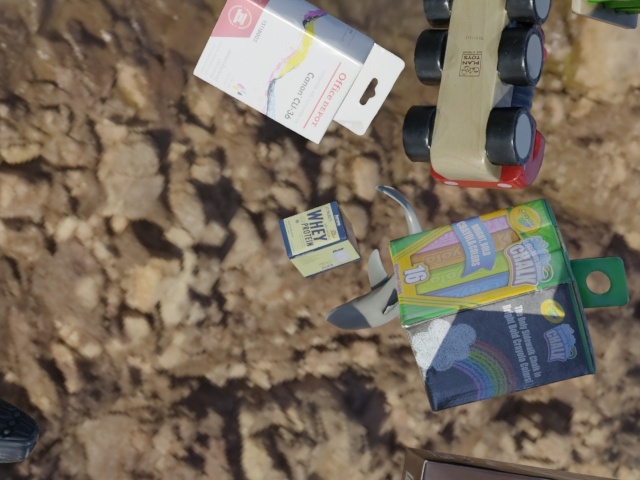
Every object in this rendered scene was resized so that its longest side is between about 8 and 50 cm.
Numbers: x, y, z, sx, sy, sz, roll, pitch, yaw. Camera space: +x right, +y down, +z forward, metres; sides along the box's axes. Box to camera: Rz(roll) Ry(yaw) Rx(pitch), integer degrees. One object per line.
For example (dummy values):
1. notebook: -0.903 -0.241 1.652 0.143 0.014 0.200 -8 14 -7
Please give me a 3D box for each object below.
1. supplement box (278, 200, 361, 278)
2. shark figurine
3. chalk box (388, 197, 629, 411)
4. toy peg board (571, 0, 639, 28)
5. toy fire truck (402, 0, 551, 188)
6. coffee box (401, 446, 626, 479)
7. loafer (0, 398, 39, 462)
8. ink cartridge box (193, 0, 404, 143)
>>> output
1. supplement box: 0.000 0.000 1.549 0.083 0.056 0.083 -19 154 8
2. shark figurine: 0.113 0.054 1.787 0.116 0.166 0.278 -49 160 -61
3. chalk box: 0.189 0.056 1.139 0.213 0.132 0.132 -15 128 8
4. toy peg board: 0.437 -0.391 1.649 0.161 0.079 0.161 1 95 -47
5. toy fire truck: 0.180 -0.152 1.230 0.246 0.158 0.217 23 73 -59
6. coffee box: 0.189 0.236 0.938 0.141 0.246 0.098 106 -7 -84
7. loafer: -0.388 0.190 1.157 0.076 0.223 0.078 -76 173 -62
8. ink cartridge box: -0.022 -0.188 1.264 0.115 0.198 0.067 -59 -175 35
